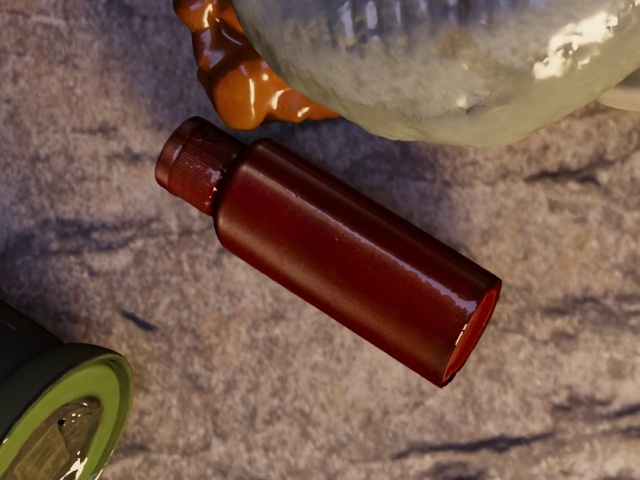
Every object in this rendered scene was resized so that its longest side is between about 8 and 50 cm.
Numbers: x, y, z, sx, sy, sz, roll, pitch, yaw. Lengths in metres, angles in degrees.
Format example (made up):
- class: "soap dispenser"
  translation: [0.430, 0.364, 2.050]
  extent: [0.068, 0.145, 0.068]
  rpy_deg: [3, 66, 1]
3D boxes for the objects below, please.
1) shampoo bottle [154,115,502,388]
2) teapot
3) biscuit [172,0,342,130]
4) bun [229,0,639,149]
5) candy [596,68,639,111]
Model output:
- class: "shampoo bottle"
  translation: [0.000, 0.000, 1.216]
  extent: [0.260, 0.064, 0.102]
  rpy_deg: [32, 134, 16]
- class: "teapot"
  translation: [-0.345, 0.108, 1.254]
  extent: [0.337, 0.200, 0.270]
  rpy_deg: [31, 68, 18]
- class: "biscuit"
  translation: [0.046, -0.228, 1.191]
  extent: [0.312, 0.110, 0.318]
  rpy_deg: [5, 91, 17]
- class: "bun"
  translation: [0.108, -0.219, 1.000]
  extent: [0.354, 0.194, 0.354]
  rpy_deg: [-4, 82, 32]
- class: "candy"
  translation: [0.360, -0.156, 1.070]
  extent: [0.359, 0.145, 0.208]
  rpy_deg: [10, 91, 17]
